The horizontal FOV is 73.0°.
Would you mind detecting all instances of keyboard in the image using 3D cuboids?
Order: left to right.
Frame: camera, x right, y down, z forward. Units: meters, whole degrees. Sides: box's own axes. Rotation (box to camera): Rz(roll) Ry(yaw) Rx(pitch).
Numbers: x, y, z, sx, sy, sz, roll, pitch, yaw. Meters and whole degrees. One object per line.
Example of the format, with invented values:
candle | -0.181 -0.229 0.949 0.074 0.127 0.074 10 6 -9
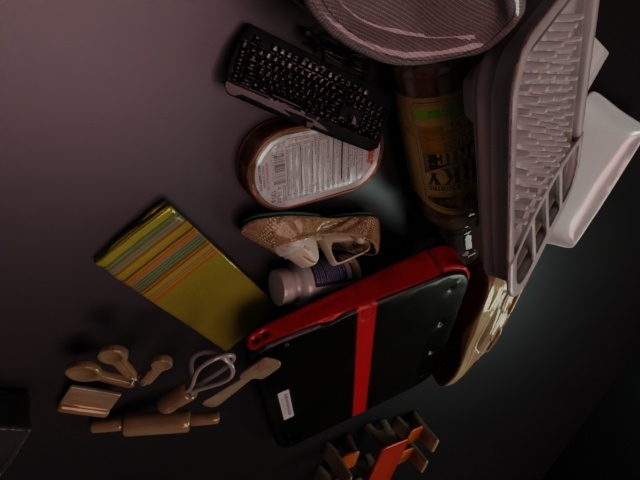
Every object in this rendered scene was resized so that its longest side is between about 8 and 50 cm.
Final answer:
keyboard | 0.004 -0.167 0.450 0.192 0.038 0.100 13 93 -31

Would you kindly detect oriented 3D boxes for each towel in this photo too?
towel | -0.150 0.056 0.535 0.102 0.021 0.237 -37 135 -1

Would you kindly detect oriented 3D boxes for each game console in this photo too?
game console | 0.064 0.186 0.702 0.342 0.060 0.386 -19 139 -14

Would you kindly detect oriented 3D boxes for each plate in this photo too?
plate | 0.489 -0.122 0.839 0.277 0.045 0.278 6 116 -36

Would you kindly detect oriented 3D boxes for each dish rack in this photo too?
dish rack | 0.254 -0.127 0.529 0.285 0.072 0.333 -48 138 -28

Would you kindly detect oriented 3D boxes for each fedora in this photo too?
fedora | 0.081 -0.232 0.350 0.275 0.124 0.243 11 153 -33

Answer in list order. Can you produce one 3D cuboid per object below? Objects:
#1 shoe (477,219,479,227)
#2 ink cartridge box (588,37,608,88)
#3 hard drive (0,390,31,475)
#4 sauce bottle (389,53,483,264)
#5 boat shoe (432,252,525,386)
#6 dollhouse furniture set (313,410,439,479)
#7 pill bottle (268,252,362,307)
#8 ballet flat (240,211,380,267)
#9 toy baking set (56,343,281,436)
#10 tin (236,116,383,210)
shoe | 0.326 -0.050 0.757 0.058 0.076 0.219 -7 131 -35
ink cartridge box | 0.320 -0.235 0.646 0.232 0.066 0.189 3 118 -45
hard drive | -0.488 0.276 0.416 0.237 0.064 0.339 29 100 -43
sauce bottle | 0.176 -0.101 0.590 0.111 0.111 0.344 -35 133 -10
boat shoe | 0.285 0.156 0.798 0.110 0.122 0.341 -6 135 -16
dollhouse furniture set | 0.127 0.541 0.971 0.262 0.135 0.259 -2 120 -34
pill bottle | -0.008 0.056 0.597 0.120 0.067 0.067 -7 123 -32
ballet flat | 0.000 0.000 0.555 0.206 0.067 0.073 -4 164 -31
toy baking set | -0.184 0.189 0.525 0.256 0.030 0.197 5 136 -16
tin | -0.006 -0.097 0.519 0.189 0.040 0.106 -19 132 -24
